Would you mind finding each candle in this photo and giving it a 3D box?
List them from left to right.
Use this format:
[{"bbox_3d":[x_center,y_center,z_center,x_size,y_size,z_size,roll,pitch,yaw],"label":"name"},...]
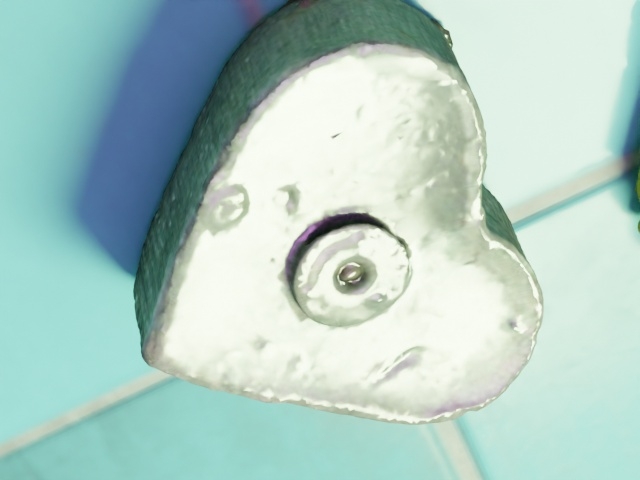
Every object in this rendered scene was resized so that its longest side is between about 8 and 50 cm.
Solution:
[{"bbox_3d":[0.000,0.000,0.589,0.168,0.068,0.192,-24,120,2],"label":"candle"}]

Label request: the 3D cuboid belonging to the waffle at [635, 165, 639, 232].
[{"bbox_3d":[0.220,-0.055,0.623,0.149,0.051,0.194,0,121,-13],"label":"waffle"}]
